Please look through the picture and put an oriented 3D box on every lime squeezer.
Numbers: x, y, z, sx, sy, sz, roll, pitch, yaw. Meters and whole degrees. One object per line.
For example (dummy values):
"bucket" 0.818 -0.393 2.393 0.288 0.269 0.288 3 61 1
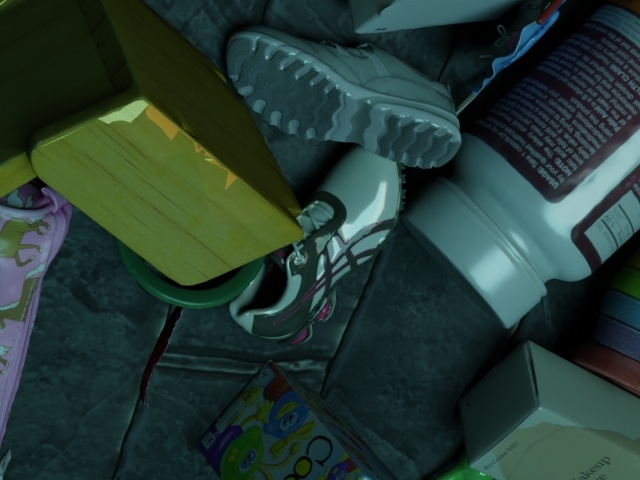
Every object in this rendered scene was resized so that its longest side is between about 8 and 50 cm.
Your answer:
"lime squeezer" 0.234 0.321 2.181 0.310 0.059 0.110 1 113 -27

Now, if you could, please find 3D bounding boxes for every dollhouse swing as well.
"dollhouse swing" -0.252 -0.068 1.587 0.305 0.347 0.315 -43 125 9

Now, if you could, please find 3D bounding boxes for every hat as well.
"hat" -0.176 0.033 1.855 0.173 0.183 0.208 40 58 -1

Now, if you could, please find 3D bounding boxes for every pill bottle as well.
"pill bottle" 0.296 -0.095 1.908 0.392 0.224 0.224 -42 125 -2

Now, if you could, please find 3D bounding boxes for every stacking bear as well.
"stacking bear" 0.456 0.060 2.103 0.289 0.175 0.164 -63 163 -2

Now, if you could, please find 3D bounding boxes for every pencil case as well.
"pencil case" -0.377 0.096 1.711 0.167 0.160 0.386 8 109 -28

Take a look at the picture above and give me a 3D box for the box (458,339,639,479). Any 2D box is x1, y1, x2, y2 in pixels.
"box" 0.343 0.267 2.119 0.311 0.121 0.148 26 126 -25

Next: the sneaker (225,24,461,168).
"sneaker" 0.024 -0.173 1.823 0.281 0.115 0.105 23 134 -18

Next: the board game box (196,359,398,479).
"board game box" -0.008 0.287 1.912 0.142 0.275 0.144 -49 124 2

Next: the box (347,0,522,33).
"box" 0.137 -0.305 1.735 0.182 0.181 0.119 -9 84 -22

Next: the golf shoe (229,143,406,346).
"golf shoe" 0.000 0.000 1.860 0.120 0.105 0.273 16 107 -58

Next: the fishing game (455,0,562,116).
"fishing game" 0.226 -0.237 1.808 0.041 0.264 0.189 43 67 1
